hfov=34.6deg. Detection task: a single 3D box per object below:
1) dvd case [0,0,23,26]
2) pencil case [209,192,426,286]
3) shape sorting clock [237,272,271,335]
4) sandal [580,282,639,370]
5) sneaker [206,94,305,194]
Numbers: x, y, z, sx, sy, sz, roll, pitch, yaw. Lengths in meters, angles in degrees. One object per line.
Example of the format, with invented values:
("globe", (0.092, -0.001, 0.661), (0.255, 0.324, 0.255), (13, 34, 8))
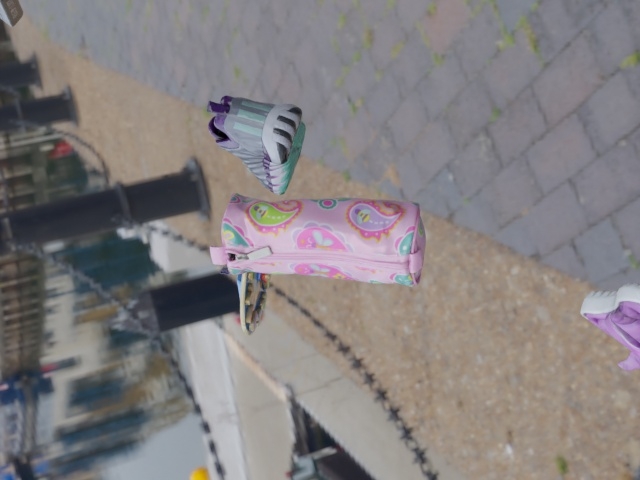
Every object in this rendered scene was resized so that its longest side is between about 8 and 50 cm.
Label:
("dvd case", (-0.463, -0.357, 1.225), (0.239, 0.029, 0.179), (39, 174, -10))
("pencil case", (0.000, 0.000, 1.396), (0.124, 0.284, 0.124), (3, -90, -81))
("shape sorting clock", (-0.105, 0.057, 1.722), (0.206, 0.040, 0.206), (3, -90, -85))
("sandal", (0.453, 0.139, 1.403), (0.102, 0.169, 0.416), (-64, -5, -2))
("sneaker", (-0.073, -0.116, 1.155), (0.223, 0.098, 0.083), (97, -168, -78))
